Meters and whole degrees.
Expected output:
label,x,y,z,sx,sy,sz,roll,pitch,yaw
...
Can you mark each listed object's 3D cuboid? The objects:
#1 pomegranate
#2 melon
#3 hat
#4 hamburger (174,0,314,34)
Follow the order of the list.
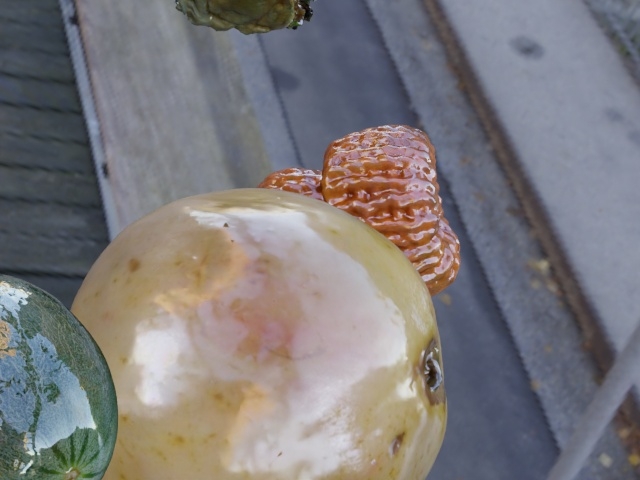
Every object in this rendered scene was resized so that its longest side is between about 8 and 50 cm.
label,x,y,z,sx,sy,sz,roll,pitch,yaw
pomegranate,-0.078,0.143,1.218,0.412,0.411,0.411,16,41,-14
melon,-0.176,0.081,0.696,0.114,0.114,0.167,-5,35,-34
hat,0.000,0.000,1.851,0.400,0.285,0.285,-20,46,8
hamburger,-0.100,-0.375,1.731,0.206,0.183,0.130,9,67,4
